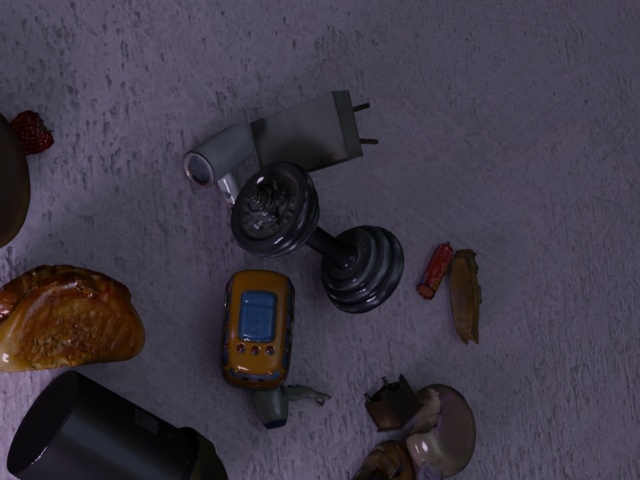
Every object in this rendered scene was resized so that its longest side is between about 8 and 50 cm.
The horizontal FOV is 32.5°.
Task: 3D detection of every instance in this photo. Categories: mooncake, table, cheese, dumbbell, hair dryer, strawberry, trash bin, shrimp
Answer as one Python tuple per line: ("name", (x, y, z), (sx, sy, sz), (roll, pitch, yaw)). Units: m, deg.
("mooncake", (-0.540, -0.095, 1.604), (0.235, 0.117, 0.234), (13, 70, -41))
("table", (0.140, 0.316, 2.155), (0.083, 0.070, 0.082), (-37, 102, -39))
("cheese", (0.227, 0.417, 2.164), (0.163, 0.082, 0.286), (46, 41, -19))
("dumbbell", (0.000, 0.000, 1.988), (0.406, 0.179, 0.179), (35, 59, -44))
("hair dryer", (-0.060, 0.243, 2.011), (0.199, 0.067, 0.167), (-16, 86, -53))
("strawberry", (-0.464, -0.164, 1.730), (0.083, 0.073, 0.073), (-31, 105, -4))
("table", (-0.004, -0.190, 2.017), (0.111, 0.240, 0.121), (-12, 90, -41))
("trash bin", (-0.289, 0.356, 1.672), (0.334, 0.214, 0.214), (35, 59, -25))
("hair dryer", (-0.144, -0.081, 1.989), (0.131, 0.073, 0.236), (-39, 109, -41))
("shrimp", (0.105, 0.510, 2.090), (0.289, 0.075, 0.178), (-46, 115, -52))

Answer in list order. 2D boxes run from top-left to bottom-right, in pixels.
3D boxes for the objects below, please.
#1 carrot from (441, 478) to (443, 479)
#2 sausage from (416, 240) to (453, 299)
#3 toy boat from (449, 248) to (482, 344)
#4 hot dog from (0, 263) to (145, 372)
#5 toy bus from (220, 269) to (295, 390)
("carrot", (0.241, 0.503, 2.226), (0.037, 0.037, 0.190), (-17, 91, -42))
("sausage", (0.248, 0.058, 2.324), (0.050, 0.048, 0.145), (51, 50, -28))
("toy boat", (0.315, 0.121, 2.361), (0.072, 0.064, 0.206), (11, 75, -59))
("hot dog", (-0.394, 0.112, 1.674), (0.257, 0.150, 0.153), (-2, 91, -41))
("toy bus", (-0.108, 0.148, 1.898), (0.126, 0.136, 0.209), (4, 75, -3))
